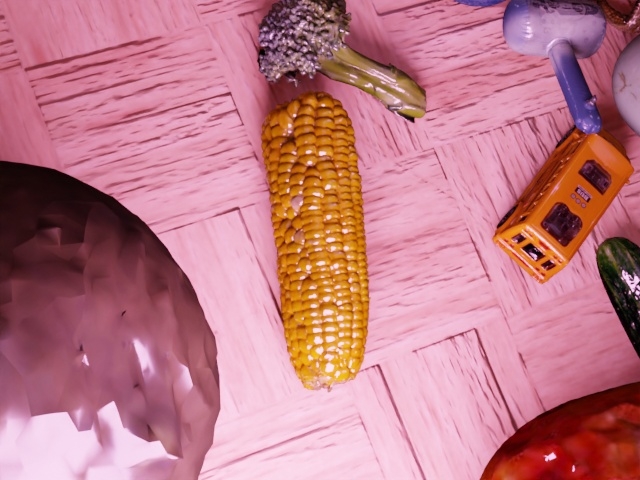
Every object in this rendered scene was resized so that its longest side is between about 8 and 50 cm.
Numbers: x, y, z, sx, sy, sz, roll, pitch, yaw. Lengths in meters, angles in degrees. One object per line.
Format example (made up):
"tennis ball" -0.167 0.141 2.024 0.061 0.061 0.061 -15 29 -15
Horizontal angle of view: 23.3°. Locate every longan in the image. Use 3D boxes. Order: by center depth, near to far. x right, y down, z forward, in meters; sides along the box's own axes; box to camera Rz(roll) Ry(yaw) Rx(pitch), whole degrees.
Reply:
"longan" -0.271 0.122 1.271 0.391 0.391 0.391 6 72 -18

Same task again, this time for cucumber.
"cucumber" 0.372 0.101 1.682 0.074 0.074 0.241 -25 82 -25

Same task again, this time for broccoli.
"broccoli" 0.030 -0.189 1.643 0.204 0.122 0.118 27 81 -26

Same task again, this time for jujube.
"jujube" 0.339 0.270 1.505 0.376 0.276 0.276 -10 77 -22

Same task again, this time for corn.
"corn" 0.002 -0.002 1.561 0.102 0.102 0.313 -3 75 -21

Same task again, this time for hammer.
"hammer" 0.274 -0.192 1.709 0.116 0.069 0.194 3 50 -20

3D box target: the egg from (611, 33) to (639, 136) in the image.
"egg" 0.436 -0.169 1.735 0.230 0.168 0.168 8 71 -15

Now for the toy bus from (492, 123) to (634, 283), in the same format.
"toy bus" 0.275 -0.051 1.683 0.083 0.088 0.194 41 64 -5

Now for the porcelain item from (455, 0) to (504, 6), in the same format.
"porcelain item" 0.182 -0.342 1.725 0.147 0.114 0.147 5 73 -17

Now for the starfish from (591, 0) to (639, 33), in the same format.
"starfish" 0.364 -0.314 1.801 0.189 0.074 0.146 -12 103 -19
